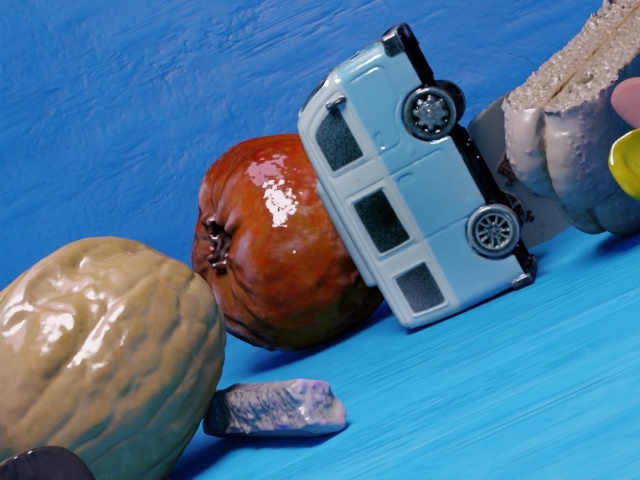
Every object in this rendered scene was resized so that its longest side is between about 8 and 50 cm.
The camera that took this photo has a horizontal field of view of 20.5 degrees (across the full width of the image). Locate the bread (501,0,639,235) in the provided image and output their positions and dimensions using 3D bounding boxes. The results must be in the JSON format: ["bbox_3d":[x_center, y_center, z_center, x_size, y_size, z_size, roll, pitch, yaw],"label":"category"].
[{"bbox_3d":[0.279,-0.112,1.670,0.102,0.183,0.337,2,28,32],"label":"bread"}]

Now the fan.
[{"bbox_3d":[0.253,-0.131,1.802,0.329,0.190,0.009,-57,34,7],"label":"fan"}]

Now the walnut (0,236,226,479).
[{"bbox_3d":[-0.195,0.112,1.513,0.225,0.225,0.261,-20,24,52],"label":"walnut"}]

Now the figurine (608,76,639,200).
[{"bbox_3d":[0.353,-0.089,1.332,0.193,0.154,0.421,-22,3,-35],"label":"figurine"}]

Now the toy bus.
[{"bbox_3d":[0.084,-0.059,1.708,0.164,0.271,0.133,-28,3,12],"label":"toy bus"}]

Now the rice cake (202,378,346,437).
[{"bbox_3d":[-0.048,0.142,1.490,0.055,0.049,0.270,-12,-2,-24],"label":"rice cake"}]

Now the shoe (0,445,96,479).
[{"bbox_3d":[-0.289,0.247,1.166,0.171,0.132,0.336,-28,0,32],"label":"shoe"}]

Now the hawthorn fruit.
[{"bbox_3d":[0.000,0.000,1.916,0.271,0.242,0.242,-3,-8,-30],"label":"hawthorn fruit"}]
